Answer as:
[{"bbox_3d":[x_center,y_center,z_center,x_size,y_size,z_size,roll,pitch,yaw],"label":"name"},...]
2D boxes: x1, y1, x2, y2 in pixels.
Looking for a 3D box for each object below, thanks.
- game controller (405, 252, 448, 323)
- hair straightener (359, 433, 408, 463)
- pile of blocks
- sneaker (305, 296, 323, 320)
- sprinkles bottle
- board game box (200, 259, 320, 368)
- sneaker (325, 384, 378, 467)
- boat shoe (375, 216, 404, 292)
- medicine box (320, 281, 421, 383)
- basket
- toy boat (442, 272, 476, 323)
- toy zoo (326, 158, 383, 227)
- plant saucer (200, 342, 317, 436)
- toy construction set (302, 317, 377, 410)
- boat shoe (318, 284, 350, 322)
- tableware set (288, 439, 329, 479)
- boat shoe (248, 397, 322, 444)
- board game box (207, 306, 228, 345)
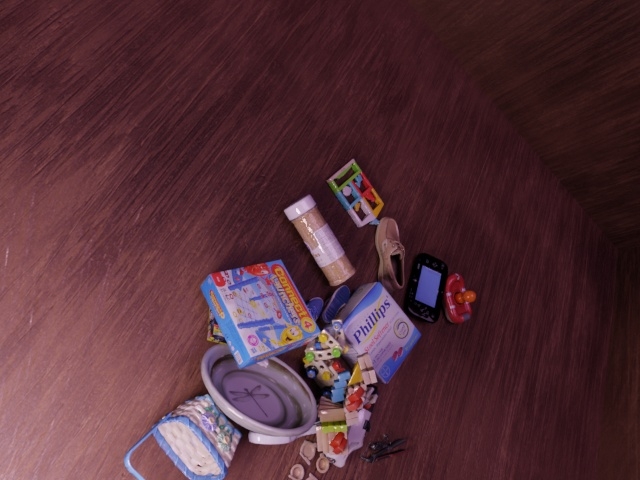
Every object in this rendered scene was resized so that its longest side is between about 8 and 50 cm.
[{"bbox_3d":[0.478,0.210,2.340,0.166,0.067,0.319,29,58,-17],"label":"game controller"},{"bbox_3d":[0.240,0.789,1.998,0.230,0.047,0.089,-1,75,-33],"label":"hair straightener"},{"bbox_3d":[0.075,0.536,1.698,0.148,0.112,0.363,20,89,-1],"label":"pile of blocks"},{"bbox_3d":[-0.046,0.288,1.912,0.080,0.081,0.211,49,52,-13],"label":"sneaker"},{"bbox_3d":[0.000,0.000,2.017,0.121,0.121,0.356,-38,99,-39],"label":"sprinkles bottle"},{"bbox_3d":[-0.195,0.231,1.731,0.301,0.086,0.308,-11,63,-45],"label":"board game box"},{"bbox_3d":[0.118,0.673,1.904,0.330,0.122,0.146,-43,119,-38],"label":"sneaker"},{"bbox_3d":[0.316,0.053,2.249,0.121,0.110,0.342,12,69,-34],"label":"boat shoe"},{"bbox_3d":[0.197,0.355,2.008,0.289,0.149,0.263,51,60,-11],"label":"medicine box"},{"bbox_3d":[-0.381,0.596,1.475,0.255,0.201,0.289,54,42,-12],"label":"basket"},{"bbox_3d":[0.651,0.262,2.411,0.150,0.151,0.231,-10,82,-39],"label":"toy boat"},{"bbox_3d":[0.166,-0.189,2.267,0.293,0.030,0.192,54,51,-11],"label":"toy zoo"},{"bbox_3d":[-0.202,0.480,1.621,0.400,0.400,0.101,22,107,-31],"label":"plant saucer"},{"bbox_3d":[0.062,0.453,1.841,0.328,0.215,0.151,60,19,1],"label":"toy construction set"},{"bbox_3d":[0.047,0.242,2.008,0.066,0.066,0.183,52,51,-12],"label":"boat shoe"},{"bbox_3d":[-0.035,0.786,1.796,0.141,0.020,0.169,44,54,-18],"label":"tableware set"},{"bbox_3d":[-0.103,0.593,1.743,0.335,0.121,0.119,4,84,-47],"label":"boat shoe"},{"bbox_3d":[-0.285,0.279,1.727,0.170,0.048,0.141,22,44,-31],"label":"board game box"}]
